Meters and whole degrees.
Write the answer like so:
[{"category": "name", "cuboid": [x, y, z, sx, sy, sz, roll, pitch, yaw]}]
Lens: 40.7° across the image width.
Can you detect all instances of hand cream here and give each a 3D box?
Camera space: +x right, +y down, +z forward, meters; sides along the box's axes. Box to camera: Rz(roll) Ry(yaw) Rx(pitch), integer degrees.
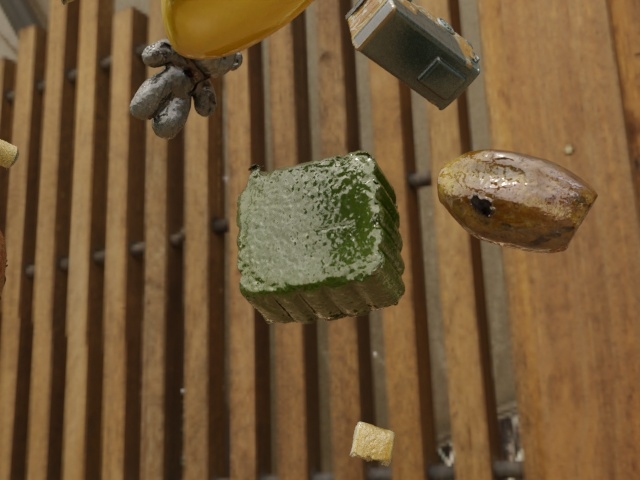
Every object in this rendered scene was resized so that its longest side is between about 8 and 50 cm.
[{"category": "hand cream", "cuboid": [-0.652, -0.190, 1.584, 0.203, 0.083, 0.084, 24, -28, -36]}]

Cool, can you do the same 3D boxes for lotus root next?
[{"category": "lotus root", "cuboid": [0.352, -0.071, 1.611, 0.291, 0.193, 0.193, 22, -8, 20]}]

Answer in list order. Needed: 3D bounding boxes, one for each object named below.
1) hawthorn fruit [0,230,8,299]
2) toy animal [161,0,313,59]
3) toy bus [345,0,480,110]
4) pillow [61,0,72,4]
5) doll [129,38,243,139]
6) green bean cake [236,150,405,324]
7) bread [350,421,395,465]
[{"category": "hawthorn fruit", "cuboid": [-0.552, 0.020, 1.050, 0.295, 0.294, 0.311, -14, -15, 37]}, {"category": "toy animal", "cuboid": [-0.156, -0.393, 1.088, 0.345, 0.246, 0.277, 3, -51, -38]}, {"category": "toy bus", "cuboid": [0.201, -0.413, 1.833, 0.275, 0.167, 0.138, 29, -58, -28]}, {"category": "pillow", "cuboid": [-0.577, -0.673, 2.146, 0.208, 0.053, 0.119, -19, -62, 5]}, {"category": "doll", "cuboid": [-0.315, -0.405, 2.099, 0.158, 0.340, 0.246, -1, -39, 44]}, {"category": "green bean cake", "cuboid": [0.000, 0.000, 1.404, 0.250, 0.246, 0.156, -12, -28, 16]}, {"category": "bread", "cuboid": [0.100, 0.386, 1.641, 0.083, 0.070, 0.035, 14, -25, -8]}]
